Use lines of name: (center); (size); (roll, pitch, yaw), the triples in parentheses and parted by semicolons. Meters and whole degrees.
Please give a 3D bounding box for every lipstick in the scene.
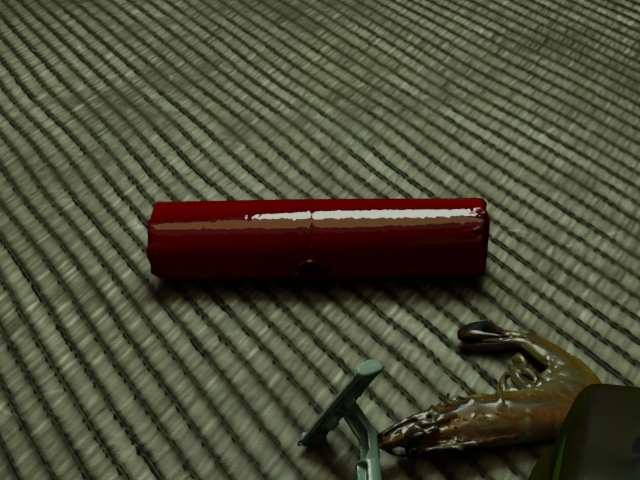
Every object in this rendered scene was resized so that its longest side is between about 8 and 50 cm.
lipstick: (0.000, -0.001, 0.799); (0.280, 0.073, 0.073); (-1, 37, 4)

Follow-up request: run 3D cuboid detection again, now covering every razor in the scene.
razor: (0.030, 0.179, 0.577); (0.036, 0.084, 0.211); (14, 42, -24)

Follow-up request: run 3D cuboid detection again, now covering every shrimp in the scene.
shrimp: (0.111, 0.101, 0.686); (0.178, 0.034, 0.124); (-10, 35, -11)

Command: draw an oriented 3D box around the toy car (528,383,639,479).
toy car: (0.154, 0.166, 0.440); (0.204, 0.198, 0.248); (8, 25, 17)
